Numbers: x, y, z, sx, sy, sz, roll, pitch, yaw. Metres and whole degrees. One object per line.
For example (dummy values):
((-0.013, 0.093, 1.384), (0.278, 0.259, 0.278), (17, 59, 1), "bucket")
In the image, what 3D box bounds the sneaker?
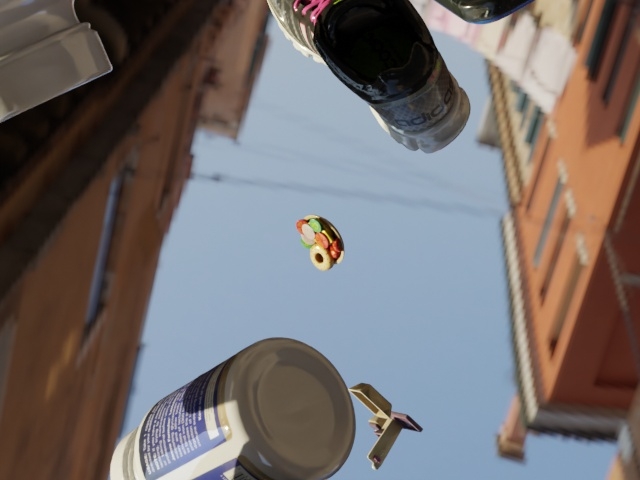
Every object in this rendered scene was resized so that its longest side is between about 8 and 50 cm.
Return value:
((0.018, -0.124, 0.803), (0.170, 0.063, 0.075), (51, 178, 31), "sneaker")

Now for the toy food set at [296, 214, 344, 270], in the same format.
((0.000, 0.000, 2.014), (0.020, 0.083, 0.082), (-37, -89, -33), "toy food set")

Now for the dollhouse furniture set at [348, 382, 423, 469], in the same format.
((0.057, 0.248, 1.923), (0.114, 0.081, 0.091), (45, 158, -27), "dollhouse furniture set")

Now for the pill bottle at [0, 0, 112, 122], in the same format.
((-0.362, -0.309, 1.351), (0.229, 0.407, 0.229), (-24, -170, 5), "pill bottle")

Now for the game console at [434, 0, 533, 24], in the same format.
((0.143, -0.329, 1.117), (0.250, 0.173, 0.293), (-30, -150, -4), "game console")

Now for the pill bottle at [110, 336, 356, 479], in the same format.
((-0.098, 0.211, 1.481), (0.153, 0.265, 0.153), (20, -125, -32), "pill bottle")
